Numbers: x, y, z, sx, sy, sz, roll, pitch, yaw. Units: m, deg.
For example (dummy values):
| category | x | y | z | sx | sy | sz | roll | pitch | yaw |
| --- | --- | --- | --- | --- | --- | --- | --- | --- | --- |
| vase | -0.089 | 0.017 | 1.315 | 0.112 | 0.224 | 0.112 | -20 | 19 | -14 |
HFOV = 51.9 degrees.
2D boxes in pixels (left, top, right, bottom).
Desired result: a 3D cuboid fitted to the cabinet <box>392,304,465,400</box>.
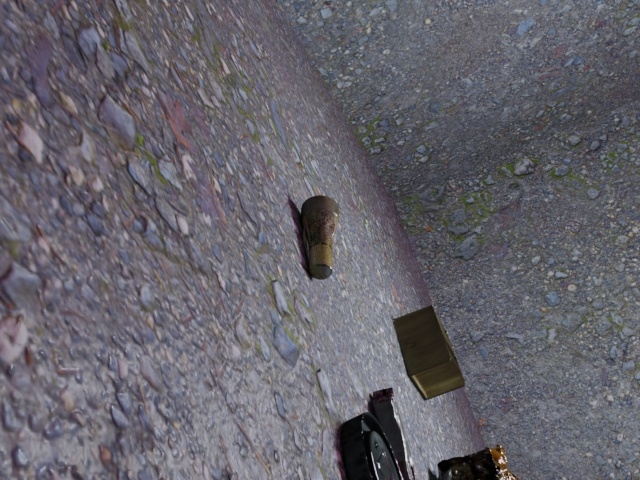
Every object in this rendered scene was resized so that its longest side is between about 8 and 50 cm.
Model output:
| category | x | y | z | sx | sy | sz | roll | pitch | yaw |
| --- | --- | --- | --- | --- | --- | --- | --- | --- | --- |
| cabinet | 0.343 | 0.349 | 2.066 | 0.215 | 0.148 | 0.175 | -102 | 165 | -45 |

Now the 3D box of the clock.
| category | x | y | z | sx | sy | sz | roll | pitch | yaw |
| --- | --- | --- | --- | --- | --- | --- | --- | --- | --- |
| clock | 0.094 | 0.397 | 1.097 | 0.215 | 0.042 | 0.215 | -22 | 90 | -78 |

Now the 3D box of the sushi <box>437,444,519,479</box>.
| category | x | y | z | sx | sy | sz | roll | pitch | yaw |
| --- | --- | --- | --- | --- | --- | --- | --- | --- | --- |
| sushi | 0.412 | 0.688 | 1.613 | 0.234 | 0.207 | 0.349 | 61 | 14 | -62 |

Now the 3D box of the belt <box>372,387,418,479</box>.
| category | x | y | z | sx | sy | sz | roll | pitch | yaw |
| --- | --- | --- | --- | --- | --- | --- | --- | --- | --- |
| belt | 0.147 | 0.398 | 1.314 | 0.071 | 0.053 | 0.232 | 53 | 19 | -48 |

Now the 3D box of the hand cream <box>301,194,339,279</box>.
| category | x | y | z | sx | sy | sz | roll | pitch | yaw |
| --- | --- | --- | --- | --- | --- | --- | --- | --- | --- |
| hand cream | 0.000 | 0.000 | 1.360 | 0.203 | 0.084 | 0.084 | -91 | 157 | -44 |
